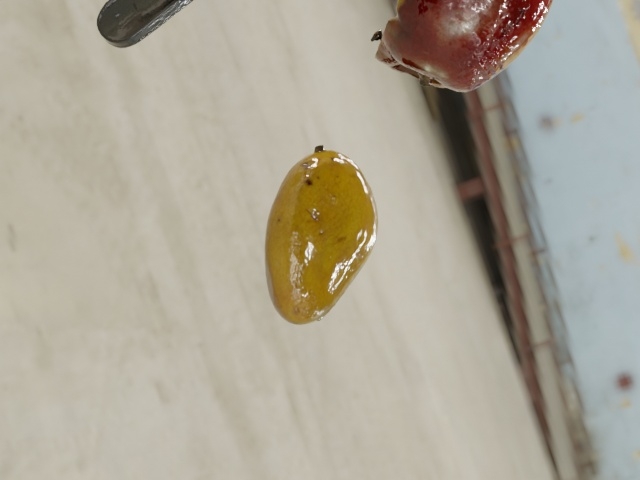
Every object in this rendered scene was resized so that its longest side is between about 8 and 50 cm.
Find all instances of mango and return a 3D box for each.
[{"bbox_3d":[0.000,0.000,1.903,0.147,0.109,0.227,36,58,-40],"label":"mango"}]

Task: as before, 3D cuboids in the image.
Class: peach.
[{"bbox_3d":[0.191,-0.291,1.776,0.154,0.267,0.159,35,-7,-1],"label":"peach"}]

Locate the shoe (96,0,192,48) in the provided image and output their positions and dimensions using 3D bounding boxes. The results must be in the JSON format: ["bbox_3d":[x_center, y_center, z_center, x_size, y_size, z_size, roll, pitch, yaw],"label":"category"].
[{"bbox_3d":[-0.144,-0.258,1.496,0.071,0.179,0.049,44,-6,27],"label":"shoe"}]
